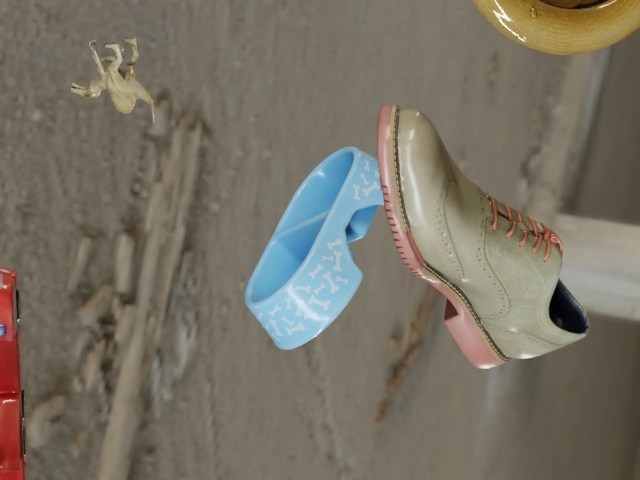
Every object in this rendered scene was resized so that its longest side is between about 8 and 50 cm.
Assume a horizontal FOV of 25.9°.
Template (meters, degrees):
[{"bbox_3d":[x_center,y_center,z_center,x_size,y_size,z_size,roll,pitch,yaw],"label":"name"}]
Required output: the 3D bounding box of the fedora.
[{"bbox_3d":[0.173,-0.233,1.027,0.079,0.194,0.194,-156,-105,-80],"label":"fedora"}]

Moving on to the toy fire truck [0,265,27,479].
[{"bbox_3d":[-0.196,0.117,0.799,0.135,0.047,0.192,-137,-134,-77],"label":"toy fire truck"}]

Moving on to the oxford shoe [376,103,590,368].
[{"bbox_3d":[0.152,-0.010,1.273,0.348,0.130,0.123,53,34,-47],"label":"oxford shoe"}]

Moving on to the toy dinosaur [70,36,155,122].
[{"bbox_3d":[-0.238,-0.198,1.691,0.053,0.183,0.093,-19,114,-38],"label":"toy dinosaur"}]

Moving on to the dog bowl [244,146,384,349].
[{"bbox_3d":[0.000,0.000,1.778,0.074,0.166,0.297,40,55,-21],"label":"dog bowl"}]
